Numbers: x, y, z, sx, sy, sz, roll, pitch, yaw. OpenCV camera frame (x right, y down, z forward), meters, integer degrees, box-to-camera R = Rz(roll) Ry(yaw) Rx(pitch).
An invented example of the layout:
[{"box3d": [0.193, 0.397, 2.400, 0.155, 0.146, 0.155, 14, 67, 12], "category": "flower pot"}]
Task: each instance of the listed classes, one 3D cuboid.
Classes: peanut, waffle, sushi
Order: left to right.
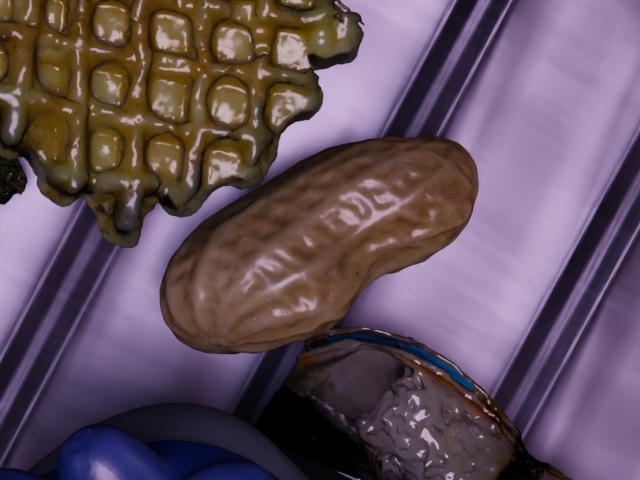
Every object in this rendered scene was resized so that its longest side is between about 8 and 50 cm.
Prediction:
[{"box3d": [-0.104, -0.117, 0.984, 0.204, 0.054, 0.223, -41, 100, -11], "category": "waffle"}, {"box3d": [0.000, 0.000, 0.990, 0.194, 0.093, 0.083, -28, 111, -2], "category": "peanut"}, {"box3d": [0.091, 0.145, 1.015, 0.273, 0.134, 0.109, 24, 62, 1], "category": "sushi"}]

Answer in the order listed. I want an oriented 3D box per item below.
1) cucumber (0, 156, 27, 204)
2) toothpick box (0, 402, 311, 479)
[{"box3d": [-0.293, -0.014, 0.966, 0.265, 0.077, 0.077, -17, 99, -4], "category": "cucumber"}, {"box3d": [-0.043, 0.231, 0.907, 0.263, 0.263, 0.355, -42, 110, 0], "category": "toothpick box"}]
